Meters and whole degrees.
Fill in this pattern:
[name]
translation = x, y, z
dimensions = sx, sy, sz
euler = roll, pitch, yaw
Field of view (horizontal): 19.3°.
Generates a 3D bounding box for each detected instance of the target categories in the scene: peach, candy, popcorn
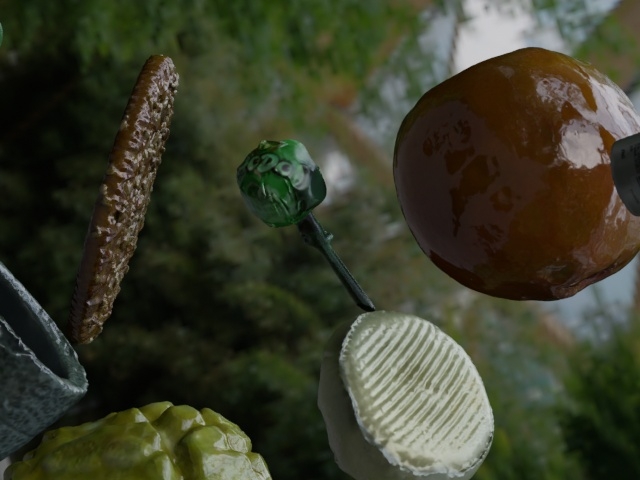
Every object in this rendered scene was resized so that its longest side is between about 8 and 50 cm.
[peach]
translation = 0.261, -0.071, 2.343
dimensions = 0.343, 0.343, 0.301
euler = 117, -49, -78
[candy]
translation = -0.002, 0.000, 2.125
dimensions = 0.323, 0.097, 0.097
euler = 56, 7, -48
[popcorn]
translation = -0.165, 0.262, 1.609
dimensions = 0.258, 0.270, 0.224
euler = 14, -23, 36

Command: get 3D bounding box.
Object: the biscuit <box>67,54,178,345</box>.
[biscuit]
translation = -0.193, -0.039, 1.878
dimensions = 0.305, 0.038, 0.305
euler = -164, -90, -89

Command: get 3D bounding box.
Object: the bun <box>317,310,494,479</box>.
[bun]
translation = 0.103, 0.236, 2.608
dimensions = 0.146, 0.287, 0.287
euler = -45, -122, 43

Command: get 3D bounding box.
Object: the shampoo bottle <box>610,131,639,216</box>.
[shampoo bottle]
translation = 0.387, -0.087, 1.874
dimensions = 0.227, 0.056, 0.086
euler = -20, -93, 53

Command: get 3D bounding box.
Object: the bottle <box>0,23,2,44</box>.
[bottle]
translation = -0.501, -0.310, 2.189
dimensions = 0.330, 0.093, 0.093
euler = 40, -23, 25

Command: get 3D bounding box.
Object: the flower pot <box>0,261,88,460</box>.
[flower pot]
translation = -0.439, 0.151, 2.055
dimensions = 0.299, 0.283, 0.299
euler = 49, 3, -3
